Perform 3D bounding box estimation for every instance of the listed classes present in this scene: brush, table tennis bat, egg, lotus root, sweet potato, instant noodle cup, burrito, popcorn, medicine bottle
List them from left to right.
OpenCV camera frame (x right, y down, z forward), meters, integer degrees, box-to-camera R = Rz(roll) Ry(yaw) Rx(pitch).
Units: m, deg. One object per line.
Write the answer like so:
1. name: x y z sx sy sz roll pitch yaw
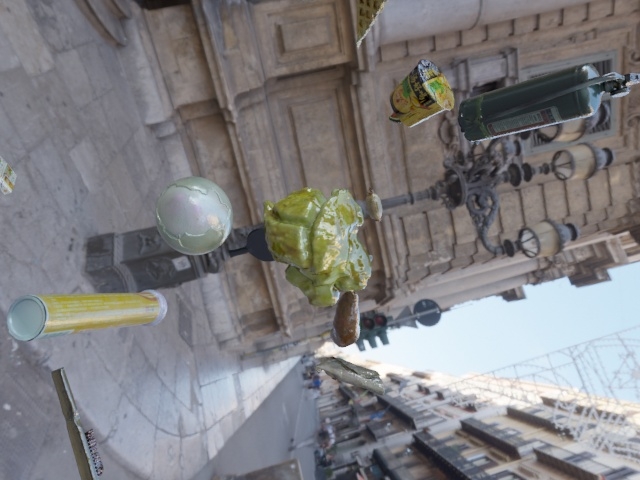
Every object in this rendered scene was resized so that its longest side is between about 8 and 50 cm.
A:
1. brush: -0.506 0.384 0.842 0.036 0.043 0.248 -10 79 -74
2. medicine bottle: -0.539 0.175 0.996 0.426 0.108 0.108 39 36 -79
3. egg: -0.467 -0.095 1.493 0.336 0.278 0.278 102 -26 -68
4. table tennis bat: -0.240 0.026 1.524 0.027 0.236 0.150 -76 148 -57
5. popcorn: -0.003 0.004 0.932 0.276 0.225 0.277 17 70 -57
6. sweet potato: 0.082 0.256 1.251 0.292 0.097 0.097 96 -19 -51
7. burrito: 0.092 0.415 1.259 0.087 0.225 0.060 -28 132 -76
8. lotus root: 0.220 -0.146 1.672 0.073 0.062 0.150 -94 169 -73
9. instant noodle cup: 0.268 -0.387 1.085 0.122 0.151 0.152 -27 -106 46

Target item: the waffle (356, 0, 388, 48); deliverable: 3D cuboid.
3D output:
1. waffle: 0.164 -0.691 1.293 0.125 0.032 0.191 37 -28 28

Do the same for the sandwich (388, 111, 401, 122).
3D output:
1. sandwich: 0.299 -0.462 1.443 0.069 0.101 0.026 36 10 21

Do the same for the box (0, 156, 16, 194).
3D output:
1. box: -1.052 -0.263 1.272 0.122 0.032 0.220 -124 -164 -45

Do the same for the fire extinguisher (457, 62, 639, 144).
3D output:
1. fire extinguisher: 0.399 -0.245 0.711 0.294 0.118 0.093 -3 -90 46
